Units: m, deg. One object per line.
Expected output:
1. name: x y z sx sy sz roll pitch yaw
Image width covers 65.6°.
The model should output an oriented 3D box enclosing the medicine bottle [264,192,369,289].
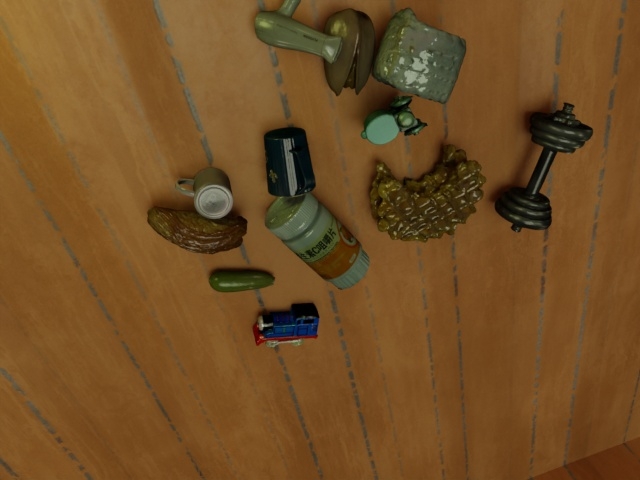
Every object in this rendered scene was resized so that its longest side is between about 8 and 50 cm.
1. medicine bottle: 0.000 0.000 1.430 0.158 0.158 0.318 -40 123 9

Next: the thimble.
1. thimble: 0.238 -0.438 1.192 0.250 0.205 0.172 -11 126 -58

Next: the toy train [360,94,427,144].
1. toy train: 0.176 -0.300 1.262 0.159 0.248 0.101 -23 104 12

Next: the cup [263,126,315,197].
1. cup: -0.073 -0.201 1.286 0.131 0.176 0.155 -22 120 -27

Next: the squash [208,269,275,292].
1. squash: -0.235 0.123 1.494 0.201 0.066 0.066 1 120 -21

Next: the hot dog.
1. hot dog: -0.330 -0.022 1.323 0.259 0.175 0.114 6 95 -16

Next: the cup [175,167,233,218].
1. cup: -0.298 -0.120 1.286 0.136 0.133 0.099 -15 120 -8

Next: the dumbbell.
1. dumbbell: 0.660 -0.208 1.487 0.179 0.179 0.406 3 119 -18

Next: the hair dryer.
1. hair dryer: -0.022 -0.541 1.126 0.206 0.075 0.237 20 94 12

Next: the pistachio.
1. pistachio: 0.070 -0.451 1.198 0.129 0.131 0.206 -4 124 -4

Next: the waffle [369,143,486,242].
1. waffle: 0.306 -0.130 1.448 0.324 0.151 0.261 -14 128 -4

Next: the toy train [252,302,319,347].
1. toy train: -0.110 0.275 1.609 0.204 0.083 0.131 -1 121 -18
